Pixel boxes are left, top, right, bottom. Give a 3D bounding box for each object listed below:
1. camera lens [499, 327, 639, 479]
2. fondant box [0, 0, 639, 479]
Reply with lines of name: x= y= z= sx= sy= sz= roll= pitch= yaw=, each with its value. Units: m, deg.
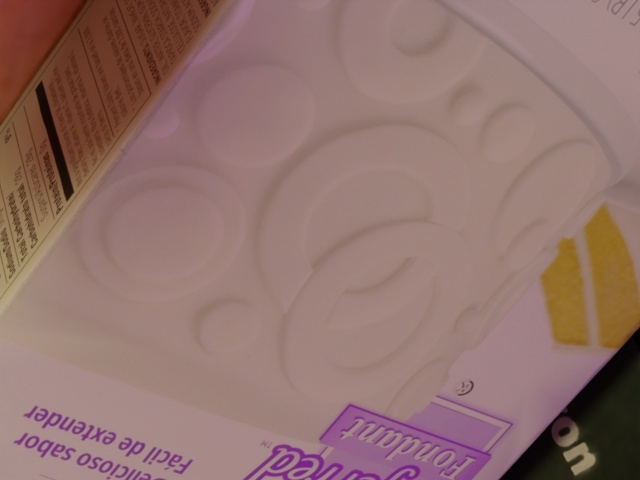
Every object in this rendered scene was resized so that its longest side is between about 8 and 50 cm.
camera lens: x=0.192 y=0.098 z=0.867 sx=0.274 sy=0.219 sz=0.219 roll=16 pitch=121 yaw=-43
fondant box: x=0.000 y=0.000 z=0.709 sx=0.238 sy=0.096 sz=0.330 roll=23 pitch=118 yaw=-34
